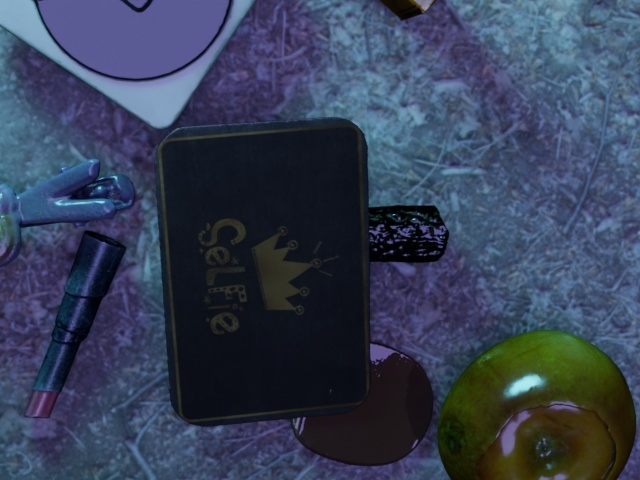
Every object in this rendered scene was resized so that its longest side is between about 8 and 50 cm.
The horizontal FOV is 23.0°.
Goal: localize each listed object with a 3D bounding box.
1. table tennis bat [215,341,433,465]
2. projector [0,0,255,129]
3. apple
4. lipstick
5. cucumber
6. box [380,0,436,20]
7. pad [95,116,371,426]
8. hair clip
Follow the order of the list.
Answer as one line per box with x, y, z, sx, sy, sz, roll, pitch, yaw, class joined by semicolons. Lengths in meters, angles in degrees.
0.004;0.187;1.908;0.274;0.021;0.154;14;93;-10;table tennis bat
-0.215;-0.298;1.809;0.259;0.079;0.257;34;90;-9;projector
0.256;0.216;1.846;0.237;0.207;0.237;0;95;-4;apple
-0.298;0.104;1.851;0.053;0.053;0.234;23;95;-8;lipstick
0.000;-0.001;1.864;0.300;0.072;0.072;-3;95;-7;cucumber
0.039;-0.354;1.799;0.237;0.152;0.070;39;90;-8;box
-0.091;0.053;1.801;0.315;0.063;0.375;-5;109;-6;pad
-0.354;-0.041;1.810;0.278;0.090;0.137;-13;88;-6;hair clip
